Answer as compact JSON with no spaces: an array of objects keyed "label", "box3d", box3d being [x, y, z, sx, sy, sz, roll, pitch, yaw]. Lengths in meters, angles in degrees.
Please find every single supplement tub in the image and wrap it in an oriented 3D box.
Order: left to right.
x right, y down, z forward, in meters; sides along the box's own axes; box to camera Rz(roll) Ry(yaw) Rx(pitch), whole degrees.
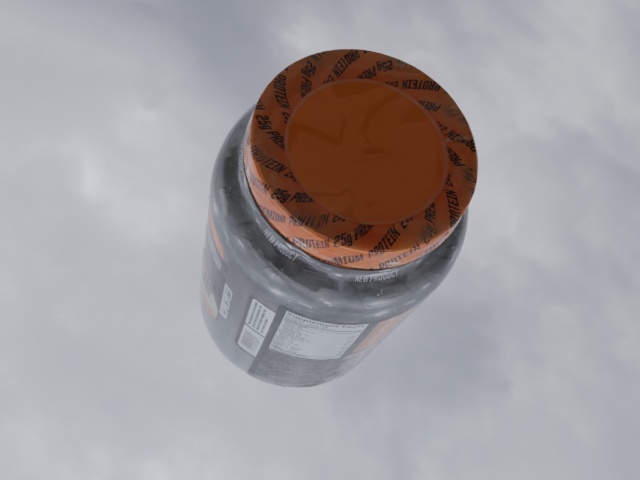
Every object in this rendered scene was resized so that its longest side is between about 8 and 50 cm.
[{"label":"supplement tub","box3d":[0.000,0.000,0.577,0.193,0.316,0.194,5,-115,-11]}]
